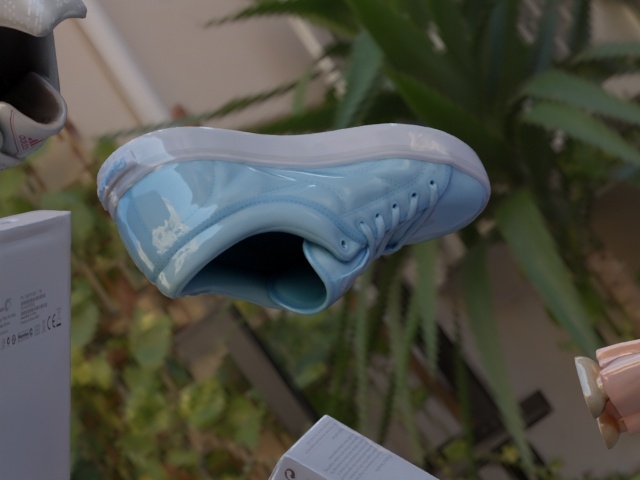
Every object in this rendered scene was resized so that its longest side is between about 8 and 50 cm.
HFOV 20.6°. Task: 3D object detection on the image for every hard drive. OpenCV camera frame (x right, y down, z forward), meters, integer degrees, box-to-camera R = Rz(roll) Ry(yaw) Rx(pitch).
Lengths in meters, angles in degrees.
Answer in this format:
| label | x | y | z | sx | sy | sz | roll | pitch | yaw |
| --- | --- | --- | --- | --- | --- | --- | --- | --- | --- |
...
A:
| label | x | y | z | sx | sy | sz | roll | pitch | yaw |
| --- | --- | --- | --- | --- | --- | --- | --- | --- | --- |
| hard drive | -0.263 | 0.136 | 1.491 | 0.040 | 0.307 | 0.203 | 4 | 7 | 14 |

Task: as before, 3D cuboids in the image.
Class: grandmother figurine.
| label | x | y | z | sx | sy | sz | roll | pitch | yaw |
| --- | --- | --- | --- | --- | --- | --- | --- | --- | --- |
| grandmother figurine | 0.454 | 0.119 | 1.911 | 0.342 | 0.104 | 0.208 | -19 | -38 | 12 |

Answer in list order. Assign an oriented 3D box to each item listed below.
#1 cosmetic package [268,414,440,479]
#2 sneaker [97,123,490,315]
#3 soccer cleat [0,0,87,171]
| label | x | y | z | sx | sy | sz | roll | pitch | yaw |
| --- | --- | --- | --- | --- | --- | --- | --- | --- | --- |
| cosmetic package | 0.066 | 0.280 | 1.776 | 0.117 | 0.231 | 0.085 | -35 | -27 | -61 |
| sneaker | 0.000 | 0.000 | 1.422 | 0.366 | 0.150 | 0.135 | -4 | -34 | -33 |
| soccer cleat | -0.254 | -0.078 | 1.230 | 0.116 | 0.143 | 0.331 | -43 | -14 | -43 |
